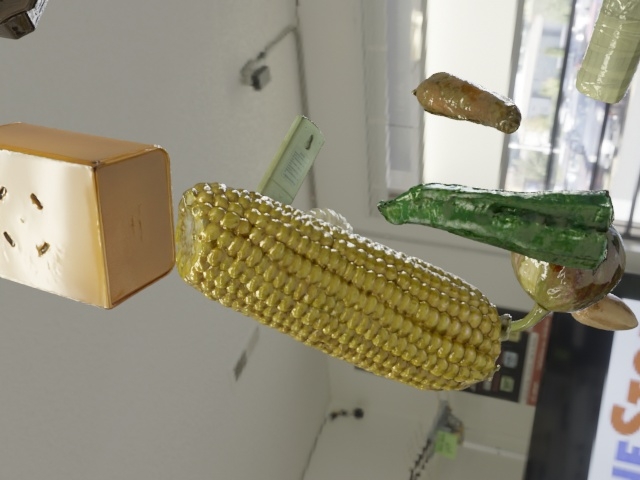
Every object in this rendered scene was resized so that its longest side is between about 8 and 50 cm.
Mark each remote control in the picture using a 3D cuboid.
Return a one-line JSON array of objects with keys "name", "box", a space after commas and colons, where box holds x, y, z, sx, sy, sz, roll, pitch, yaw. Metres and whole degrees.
[{"name": "remote control", "box": [-0.069, -0.161, 1.653, 0.098, 0.038, 0.233, 44, -112, -45]}]

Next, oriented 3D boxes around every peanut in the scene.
[{"name": "peanut", "box": [0.536, 0.132, 1.403, 0.076, 0.152, 0.076, -59, 16, 29]}]

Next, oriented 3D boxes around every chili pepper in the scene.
[{"name": "chili pepper", "box": [0.168, -0.019, 0.734, 0.059, 0.226, 0.088, -86, 2, -71]}]

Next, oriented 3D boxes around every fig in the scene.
[{"name": "fig", "box": [0.310, 0.063, 1.023, 0.149, 0.149, 0.245, -59, -9, -52]}]

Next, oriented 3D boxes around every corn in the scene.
[{"name": "corn", "box": [0.022, 0.059, 0.799, 0.144, 0.387, 0.144, -160, 90, -78]}]

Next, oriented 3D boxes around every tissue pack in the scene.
[{"name": "tissue pack", "box": [-0.347, -0.044, 1.005, 0.145, 0.274, 0.194, -30, -52, -55]}]

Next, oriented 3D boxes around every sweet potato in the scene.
[{"name": "sweet potato", "box": [0.244, -0.221, 1.201, 0.273, 0.075, 0.075, 39, 134, 55]}]

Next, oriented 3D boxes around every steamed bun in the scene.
[{"name": "steamed bun", "box": [0.000, 0.000, 1.689, 0.106, 0.182, 0.183, -59, -27, -51]}]

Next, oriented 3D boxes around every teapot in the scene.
[{"name": "teapot", "box": [0.413, -0.291, 0.999, 0.107, 0.077, 0.200, -55, -20, -24]}]

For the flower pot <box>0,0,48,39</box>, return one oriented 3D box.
[{"name": "flower pot", "box": [-0.465, -0.401, 1.102, 0.084, 0.178, 0.251, 81, -159, -67]}]
